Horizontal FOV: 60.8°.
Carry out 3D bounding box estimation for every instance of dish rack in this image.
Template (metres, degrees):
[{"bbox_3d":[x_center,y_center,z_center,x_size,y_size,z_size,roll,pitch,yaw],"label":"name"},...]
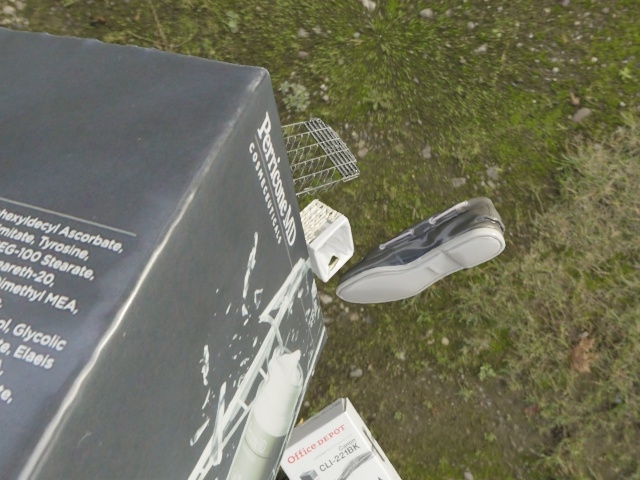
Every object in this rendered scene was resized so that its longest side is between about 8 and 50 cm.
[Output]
[{"bbox_3d":[-0.046,-0.187,1.284,0.208,0.271,0.074,56,140,13],"label":"dish rack"}]

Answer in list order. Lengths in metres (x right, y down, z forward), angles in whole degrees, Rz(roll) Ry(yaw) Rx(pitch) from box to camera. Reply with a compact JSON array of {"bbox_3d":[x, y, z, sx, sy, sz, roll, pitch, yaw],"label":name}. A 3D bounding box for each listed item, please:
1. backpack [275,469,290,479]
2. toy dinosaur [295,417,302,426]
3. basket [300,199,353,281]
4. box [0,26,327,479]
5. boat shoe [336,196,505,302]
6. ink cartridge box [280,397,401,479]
[{"bbox_3d":[-0.166,0.914,1.696,0.290,0.355,0.273,7,104,14],"label":"backpack"},{"bbox_3d":[-0.031,0.534,1.441,0.112,0.211,0.064,44,81,2],"label":"toy dinosaur"},{"bbox_3d":[0.000,0.000,1.287,0.103,0.167,0.113,37,71,27],"label":"basket"},{"bbox_3d":[-0.220,0.159,0.506,0.297,0.471,0.480,12,148,15],"label":"box"},{"bbox_3d":[0.173,0.025,0.989,0.335,0.095,0.112,-25,133,33],"label":"boat shoe"},{"bbox_3d":[0.051,0.540,1.270,0.197,0.114,0.273,-34,88,3],"label":"ink cartridge box"}]
